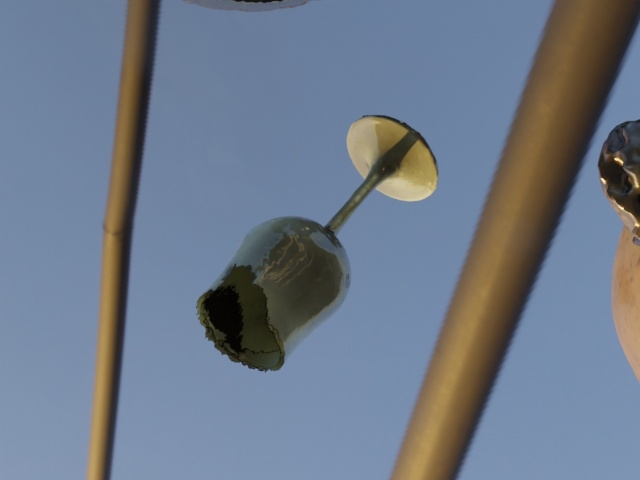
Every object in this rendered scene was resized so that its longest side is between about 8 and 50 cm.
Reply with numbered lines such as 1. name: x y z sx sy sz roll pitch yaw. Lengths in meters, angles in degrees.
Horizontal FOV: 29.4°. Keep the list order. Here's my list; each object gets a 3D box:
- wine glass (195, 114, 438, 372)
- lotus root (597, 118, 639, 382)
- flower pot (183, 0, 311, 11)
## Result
1. wine glass: 0.000 0.000 0.820 0.195 0.079 0.079 -50 -58 -35
2. lotus root: 0.203 0.026 0.485 0.182 0.183 0.310 -53 -39 8
3. flower pot: 0.004 -0.367 0.887 0.379 0.379 0.251 -24 -106 -6
